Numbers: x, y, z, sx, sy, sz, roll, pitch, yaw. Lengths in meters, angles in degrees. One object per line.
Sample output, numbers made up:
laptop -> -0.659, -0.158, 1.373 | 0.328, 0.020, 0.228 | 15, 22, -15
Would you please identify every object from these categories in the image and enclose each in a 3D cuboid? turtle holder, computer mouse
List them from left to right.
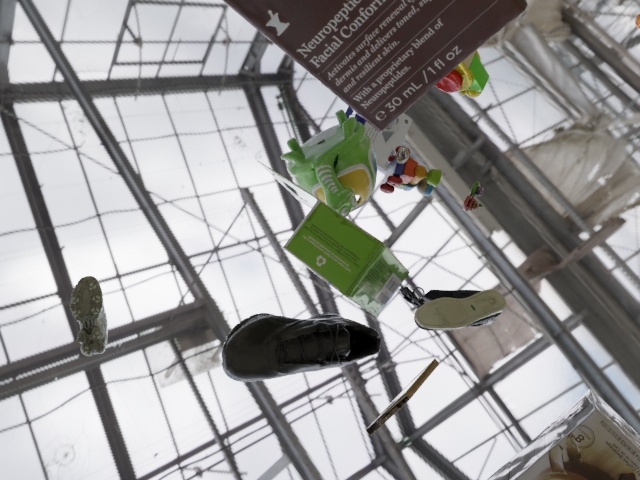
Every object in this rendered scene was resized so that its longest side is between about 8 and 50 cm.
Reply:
turtle holder -> 0.054, -0.191, 1.648 | 0.243, 0.320, 0.227 | -36, -68, -13
computer mouse -> 0.348, 0.181, 1.612 | 0.188, 0.272, 0.072 | 34, -117, -37

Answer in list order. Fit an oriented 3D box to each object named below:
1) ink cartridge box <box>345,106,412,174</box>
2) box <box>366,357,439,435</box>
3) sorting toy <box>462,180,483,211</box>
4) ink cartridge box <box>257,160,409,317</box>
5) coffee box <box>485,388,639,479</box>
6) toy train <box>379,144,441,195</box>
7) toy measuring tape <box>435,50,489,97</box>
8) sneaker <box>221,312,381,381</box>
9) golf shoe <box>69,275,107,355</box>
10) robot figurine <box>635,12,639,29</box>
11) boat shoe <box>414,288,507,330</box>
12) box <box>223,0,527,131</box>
ink cartridge box -> 0.179, -0.370, 2.071 | 0.224, 0.045, 0.223 | 29, -106, -22
box -> 0.204, 0.383, 1.524 | 0.021, 0.164, 0.201 | 45, -148, 12
sorting toy -> 0.436, -0.116, 1.738 | 0.042, 0.061, 0.102 | 23, -117, 24
ink cartridge box -> 0.000, 0.000, 0.999 | 0.255, 0.097, 0.189 | 35, 178, 25
coffee box -> 0.373, 0.400, 0.955 | 0.168, 0.297, 0.119 | 44, -164, 12
toy train -> 0.254, -0.181, 1.627 | 0.143, 0.248, 0.105 | 17, -101, -5
toy measuring tape -> 0.266, -0.428, 1.371 | 0.330, 0.121, 0.121 | 40, -148, -40
sneaker -> -0.023, 0.166, 1.000 | 0.286, 0.130, 0.109 | -6, -89, -39
golf shoe -> -0.501, 0.160, 1.359 | 0.069, 0.176, 0.086 | -1, -173, -5
robot figurine -> 0.558, -0.310, 0.897 | 0.219, 0.128, 0.158 | 16, -136, -34
boat shoe -> 0.320, 0.176, 1.439 | 0.233, 0.079, 0.084 | -8, -125, -21
box -> -0.010, -0.295, 0.556 | 0.381, 0.191, 0.143 | 34, -144, -26
